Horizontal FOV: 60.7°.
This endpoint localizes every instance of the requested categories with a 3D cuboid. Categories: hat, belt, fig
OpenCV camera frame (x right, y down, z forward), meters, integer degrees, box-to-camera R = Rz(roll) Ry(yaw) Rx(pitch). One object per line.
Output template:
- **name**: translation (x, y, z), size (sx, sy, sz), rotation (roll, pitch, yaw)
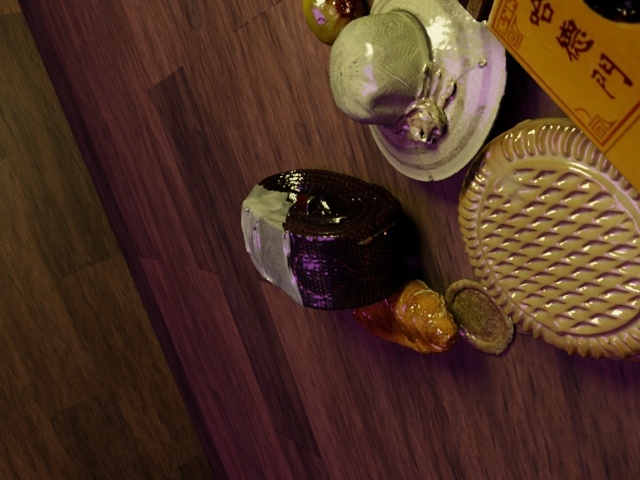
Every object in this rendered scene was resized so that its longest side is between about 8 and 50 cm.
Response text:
- **hat**: translation (0.069, -0.181, 0.584), size (0.252, 0.110, 0.251), rotation (34, 130, 54)
- **belt**: translation (0.000, 0.000, 0.805), size (0.289, 0.184, 0.163), rotation (30, 140, 52)
- **fig**: translation (0.011, -0.288, 0.682), size (0.084, 0.082, 0.098), rotation (38, 178, -25)

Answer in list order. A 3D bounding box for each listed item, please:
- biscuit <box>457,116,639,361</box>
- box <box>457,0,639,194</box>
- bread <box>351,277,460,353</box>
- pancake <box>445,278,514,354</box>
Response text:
- **biscuit**: translation (0.246, 0.004, 0.526), size (0.259, 0.079, 0.259), rotation (37, 140, 39)
- **box**: translation (0.219, -0.180, 0.314), size (0.415, 0.116, 0.264), rotation (56, 170, 16)
- **bread**: translation (0.124, 0.102, 0.785), size (0.104, 0.076, 0.233), rotation (61, 155, -12)
- **pancake**: translation (0.209, 0.102, 0.723), size (0.115, 0.011, 0.114), rotation (38, 143, 36)
